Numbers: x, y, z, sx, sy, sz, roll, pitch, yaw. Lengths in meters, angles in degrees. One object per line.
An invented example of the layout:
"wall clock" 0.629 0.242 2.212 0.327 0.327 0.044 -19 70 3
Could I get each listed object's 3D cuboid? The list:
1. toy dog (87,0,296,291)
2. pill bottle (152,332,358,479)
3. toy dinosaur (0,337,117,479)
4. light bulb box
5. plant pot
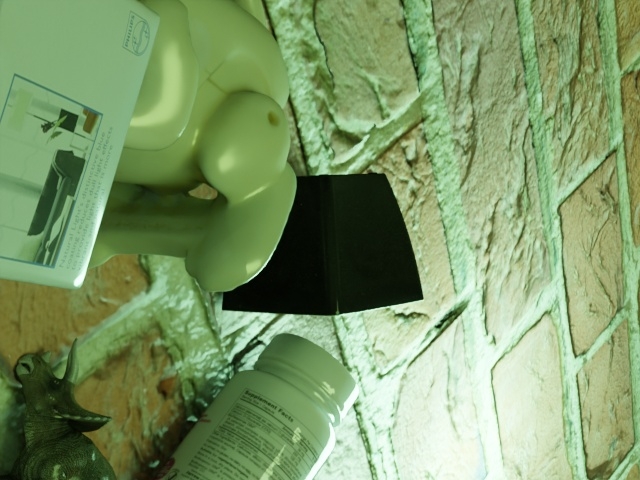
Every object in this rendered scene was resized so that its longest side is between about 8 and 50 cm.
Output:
"toy dog" -0.185 -0.199 1.112 0.395 0.285 0.408 -56 137 -24
"pill bottle" -0.082 0.263 1.490 0.283 0.160 0.160 -52 137 -26
"toy dinosaur" -0.274 0.280 1.292 0.160 0.121 0.313 -26 118 -28
"light bulb box" -0.360 -0.127 0.783 0.361 0.358 0.225 21 84 -70
"plant pot" 0.000 0.000 1.502 0.187 0.188 0.166 -5 93 -50
